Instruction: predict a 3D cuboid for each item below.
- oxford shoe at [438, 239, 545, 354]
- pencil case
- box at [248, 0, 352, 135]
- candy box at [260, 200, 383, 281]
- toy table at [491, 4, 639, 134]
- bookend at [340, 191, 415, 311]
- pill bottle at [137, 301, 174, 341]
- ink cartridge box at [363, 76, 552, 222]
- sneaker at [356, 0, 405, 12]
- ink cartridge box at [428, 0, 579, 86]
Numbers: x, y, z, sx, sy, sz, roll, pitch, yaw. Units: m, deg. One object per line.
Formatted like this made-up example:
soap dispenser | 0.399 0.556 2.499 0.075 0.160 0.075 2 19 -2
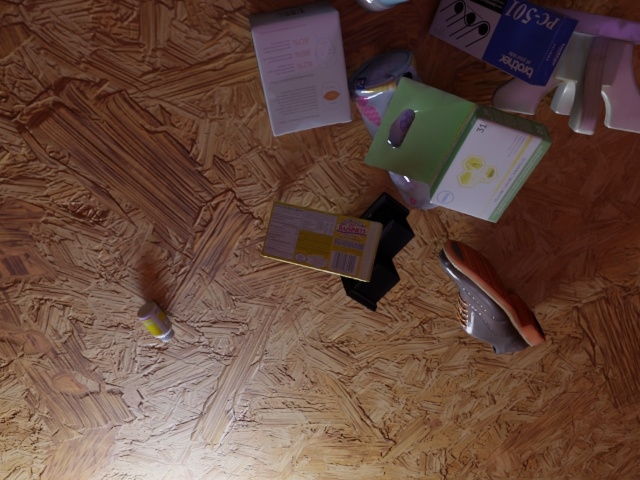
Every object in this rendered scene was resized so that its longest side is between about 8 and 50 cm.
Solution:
oxford shoe | 0.337 0.138 1.224 0.132 0.130 0.363 -34 122 21
pencil case | 0.149 -0.181 0.977 0.113 0.124 0.273 -51 130 -26
box | -0.030 -0.267 0.905 0.130 0.091 0.170 -12 124 -3
candy box | 0.000 0.000 1.039 0.205 0.027 0.105 13 85 18
toy table | 0.409 -0.268 0.913 0.274 0.252 0.161 17 114 18
bookend | 0.108 0.020 1.081 0.072 0.157 0.156 33 113 -28
pill bottle | -0.326 0.164 1.163 0.043 0.043 0.083 -24 124 6
ink cartridge box | 0.204 -0.134 0.899 0.235 0.056 0.171 15 132 -9
sneaker | 0.077 -0.432 0.722 0.319 0.208 0.127 34 73 -43
ink cartridge box | 0.262 -0.316 0.862 0.046 0.207 0.097 -9 131 -41
